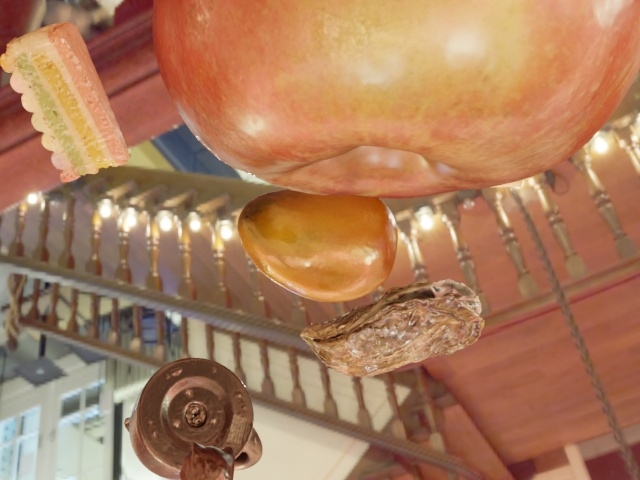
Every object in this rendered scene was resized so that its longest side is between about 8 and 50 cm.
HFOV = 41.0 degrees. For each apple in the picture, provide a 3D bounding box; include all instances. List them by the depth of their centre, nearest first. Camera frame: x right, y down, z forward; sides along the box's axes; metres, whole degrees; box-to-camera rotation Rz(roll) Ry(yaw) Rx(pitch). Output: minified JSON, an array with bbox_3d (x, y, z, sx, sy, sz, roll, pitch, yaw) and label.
[{"bbox_3d":[0.058,-0.178,0.605,0.348,0.277,0.348,2,174,0],"label":"apple"}]

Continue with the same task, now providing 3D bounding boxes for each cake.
[{"bbox_3d":[-0.369,-0.199,1.227,0.109,0.225,0.090,-22,-178,5],"label":"cake"}]

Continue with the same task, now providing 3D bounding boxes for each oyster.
[{"bbox_3d":[0.125,0.162,1.588,0.351,0.158,0.162,-13,103,15],"label":"oyster"}]

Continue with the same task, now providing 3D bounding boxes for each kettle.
[{"bbox_3d":[-0.237,0.372,1.626,0.268,0.207,0.290,23,149,-10],"label":"kettle"}]

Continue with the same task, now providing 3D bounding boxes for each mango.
[{"bbox_3d":[0.006,0.004,1.177,0.254,0.175,0.139,-13,145,-47],"label":"mango"}]

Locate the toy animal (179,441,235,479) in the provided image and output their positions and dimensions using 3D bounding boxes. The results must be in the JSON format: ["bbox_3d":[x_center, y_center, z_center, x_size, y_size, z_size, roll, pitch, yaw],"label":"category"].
[{"bbox_3d":[-0.105,0.301,0.857,0.116,0.179,0.218,4,169,43],"label":"toy animal"}]

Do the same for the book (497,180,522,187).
[{"bbox_3d":[0.196,-0.168,1.350,0.310,0.217,0.021,0,144,37],"label":"book"}]
